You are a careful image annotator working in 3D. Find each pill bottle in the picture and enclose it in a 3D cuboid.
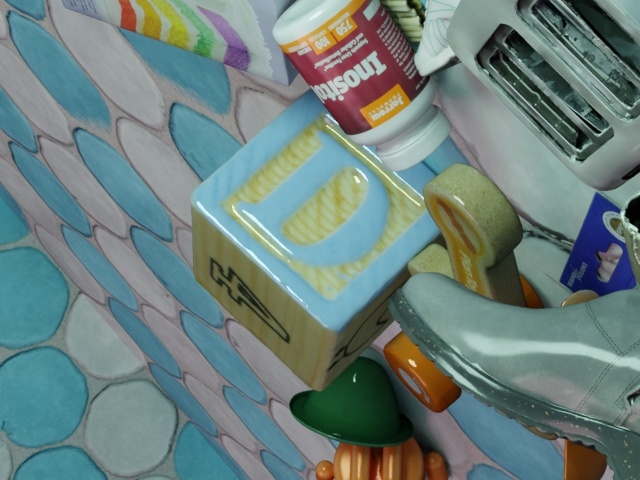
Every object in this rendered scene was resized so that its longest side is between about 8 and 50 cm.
[{"bbox_3d":[0.038,-0.132,1.040,0.152,0.086,0.086,51,161,-20],"label":"pill bottle"}]

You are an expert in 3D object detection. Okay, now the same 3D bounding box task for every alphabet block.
[{"bbox_3d":[0.000,0.000,1.279,0.193,0.192,0.197,44,162,13],"label":"alphabet block"}]

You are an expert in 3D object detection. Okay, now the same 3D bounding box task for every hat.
[{"bbox_3d":[0.056,0.157,1.712,0.173,0.183,0.208,14,-168,8],"label":"hat"}]

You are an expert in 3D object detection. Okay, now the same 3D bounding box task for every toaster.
[{"bbox_3d":[0.176,-0.134,0.762,0.185,0.110,0.168,46,160,2],"label":"toaster"}]

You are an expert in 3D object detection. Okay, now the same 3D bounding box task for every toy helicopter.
[{"bbox_3d":[0.155,0.068,1.091,0.235,0.140,0.355,44,166,34],"label":"toy helicopter"}]

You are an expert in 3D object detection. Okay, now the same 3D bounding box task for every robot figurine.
[{"bbox_3d":[0.086,0.325,1.819,0.128,0.158,0.219,52,173,18],"label":"robot figurine"}]

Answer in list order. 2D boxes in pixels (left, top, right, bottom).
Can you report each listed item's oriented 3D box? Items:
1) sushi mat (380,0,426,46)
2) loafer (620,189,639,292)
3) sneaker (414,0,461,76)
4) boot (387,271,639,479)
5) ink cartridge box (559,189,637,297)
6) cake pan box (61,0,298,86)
[{"bbox_3d":[-0.026,-0.231,1.133,0.316,0.019,0.151,13,143,58],"label":"sushi mat"},{"bbox_3d":[0.275,-0.010,0.717,0.251,0.094,0.087,-16,136,40],"label":"loafer"},{"bbox_3d":[0.102,-0.169,0.955,0.061,0.054,0.152,60,159,7],"label":"sneaker"},{"bbox_3d":[0.222,0.044,0.881,0.338,0.222,0.118,31,-174,33],"label":"boot"},{"bbox_3d":[0.333,0.127,1.033,0.371,0.069,0.176,43,161,18],"label":"ink cartridge box"},{"bbox_3d":[-0.129,-0.263,1.062,0.246,0.070,0.267,20,152,16],"label":"cake pan box"}]
